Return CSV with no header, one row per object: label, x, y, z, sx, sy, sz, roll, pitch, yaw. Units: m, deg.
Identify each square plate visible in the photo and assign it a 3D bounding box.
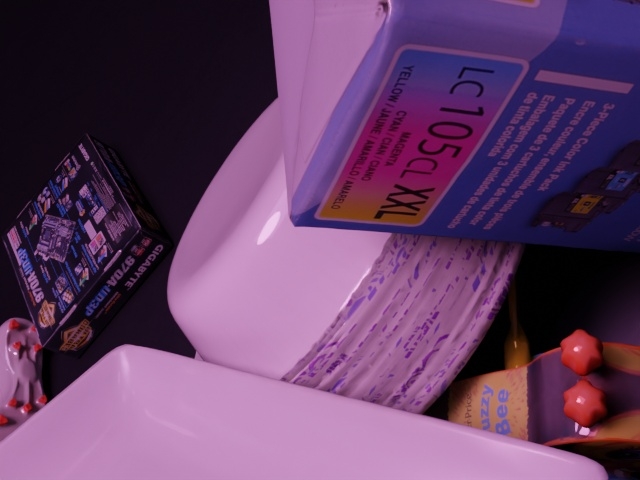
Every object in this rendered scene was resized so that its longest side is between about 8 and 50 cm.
square plate,-0.104,0.188,0.344,0.347,0.049,0.344,5,36,42

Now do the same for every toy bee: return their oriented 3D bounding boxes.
toy bee,0.141,0.092,0.470,0.298,0.162,0.195,-34,48,21

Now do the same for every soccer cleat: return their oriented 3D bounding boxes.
soccer cleat,-0.339,0.177,0.898,0.076,0.068,0.196,-43,44,35

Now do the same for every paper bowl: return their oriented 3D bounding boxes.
paper bowl,0.000,0.000,0.572,0.284,0.148,0.284,-47,22,25

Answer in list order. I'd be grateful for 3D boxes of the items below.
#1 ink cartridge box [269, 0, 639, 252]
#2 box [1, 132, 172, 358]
ink cartridge box,0.177,-0.140,0.465,0.151,0.396,0.270,122,147,-53
box,-0.278,-0.001,0.944,0.175,0.051,0.220,-49,46,8
